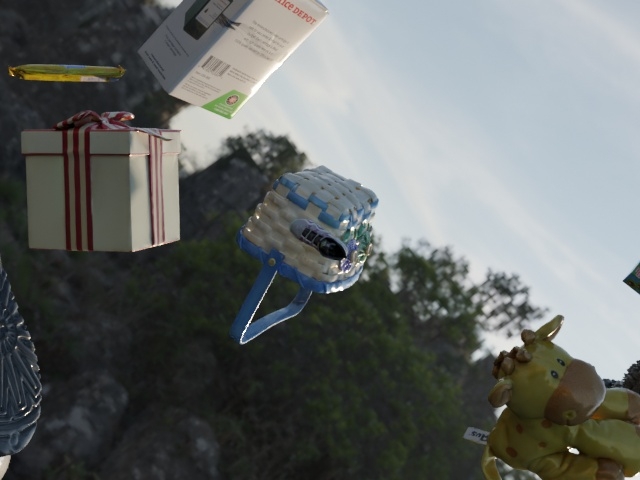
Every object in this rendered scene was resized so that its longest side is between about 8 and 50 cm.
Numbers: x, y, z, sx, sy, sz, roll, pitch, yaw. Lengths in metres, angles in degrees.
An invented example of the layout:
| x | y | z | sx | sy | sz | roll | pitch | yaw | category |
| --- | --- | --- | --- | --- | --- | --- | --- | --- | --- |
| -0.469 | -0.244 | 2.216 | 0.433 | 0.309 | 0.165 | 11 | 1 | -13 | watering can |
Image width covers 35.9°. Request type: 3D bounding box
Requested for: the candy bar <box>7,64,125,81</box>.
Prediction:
| x | y | z | sx | sy | sz | roll | pitch | yaw | category |
| --- | --- | --- | --- | --- | --- | --- | --- | --- | --- |
| -0.355 | -0.235 | 1.386 | 0.040 | 0.162 | 0.018 | 154 | -68 | -69 | candy bar |

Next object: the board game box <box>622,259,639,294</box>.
| x | y | z | sx | sy | sz | roll | pitch | yaw | category |
| --- | --- | --- | --- | --- | --- | --- | --- | --- | --- |
| 0.668 | 0.087 | 1.765 | 0.211 | 0.160 | 0.039 | 41 | -31 | 10 | board game box |

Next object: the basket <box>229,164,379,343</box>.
| x | y | z | sx | sy | sz | roll | pitch | yaw | category |
| --- | --- | --- | --- | --- | --- | --- | --- | --- | --- |
| -0.037 | 0.029 | 1.666 | 0.201 | 0.289 | 0.255 | 35 | 23 | 13 | basket |

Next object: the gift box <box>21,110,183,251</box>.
| x | y | z | sx | sy | sz | roll | pitch | yaw | category |
| --- | --- | --- | --- | --- | --- | --- | --- | --- | --- |
| -0.391 | -0.119 | 1.897 | 0.255 | 0.277 | 0.258 | -30 | 120 | -77 | gift box |

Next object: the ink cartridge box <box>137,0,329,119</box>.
| x | y | z | sx | sy | sz | roll | pitch | yaw | category |
| --- | --- | --- | --- | --- | --- | --- | --- | --- | --- |
| -0.155 | -0.383 | 1.816 | 0.121 | 0.289 | 0.211 | 53 | 17 | 24 | ink cartridge box |

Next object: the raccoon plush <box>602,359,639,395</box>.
| x | y | z | sx | sy | sz | roll | pitch | yaw | category |
| --- | --- | --- | --- | --- | --- | --- | --- | --- | --- |
| 0.772 | 0.264 | 2.087 | 0.446 | 0.299 | 0.216 | 21 | -39 | 63 | raccoon plush |

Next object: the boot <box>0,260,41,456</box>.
| x | y | z | sx | sy | sz | roll | pitch | yaw | category |
| --- | --- | --- | --- | --- | --- | --- | --- | --- | --- |
| -0.677 | 0.184 | 1.556 | 0.146 | 0.445 | 0.366 | -5 | 82 | -68 | boot |

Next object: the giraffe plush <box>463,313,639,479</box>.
| x | y | z | sx | sy | sz | roll | pitch | yaw | category |
| --- | --- | --- | --- | --- | --- | --- | --- | --- | --- |
| 0.257 | 0.178 | 1.098 | 0.181 | 0.210 | 0.170 | -74 | 159 | -47 | giraffe plush |

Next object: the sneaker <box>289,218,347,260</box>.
| x | y | z | sx | sy | sz | roll | pitch | yaw | category |
| --- | --- | --- | --- | --- | --- | --- | --- | --- | --- |
| 0.000 | 0.000 | 1.470 | 0.098 | 0.038 | 0.069 | 27 | 5 | -8 | sneaker |

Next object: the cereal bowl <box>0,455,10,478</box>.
| x | y | z | sx | sy | sz | roll | pitch | yaw | category |
| --- | --- | --- | --- | --- | --- | --- | --- | --- | --- |
| -0.683 | 0.439 | 1.712 | 0.141 | 0.339 | 0.339 | 55 | -5 | 13 | cereal bowl |
